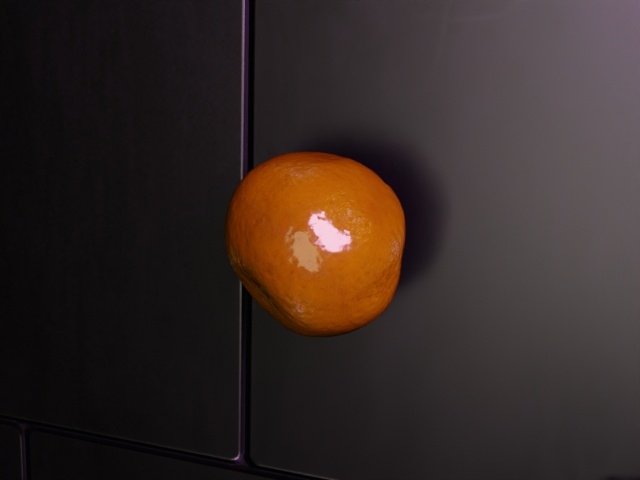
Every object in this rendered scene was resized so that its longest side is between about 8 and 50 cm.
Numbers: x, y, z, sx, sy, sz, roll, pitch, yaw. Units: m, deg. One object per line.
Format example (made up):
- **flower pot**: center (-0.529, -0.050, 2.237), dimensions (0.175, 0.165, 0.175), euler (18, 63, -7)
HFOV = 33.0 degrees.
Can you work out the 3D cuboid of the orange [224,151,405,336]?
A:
- **orange**: center (0.000, 0.000, 0.869), dimensions (0.136, 0.159, 0.159), euler (-40, 84, -19)
